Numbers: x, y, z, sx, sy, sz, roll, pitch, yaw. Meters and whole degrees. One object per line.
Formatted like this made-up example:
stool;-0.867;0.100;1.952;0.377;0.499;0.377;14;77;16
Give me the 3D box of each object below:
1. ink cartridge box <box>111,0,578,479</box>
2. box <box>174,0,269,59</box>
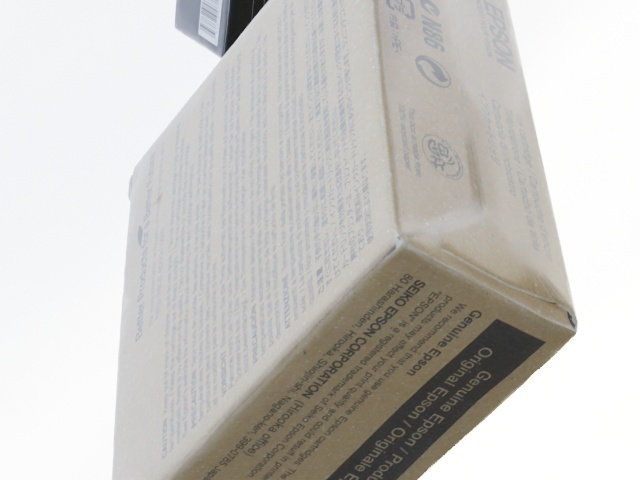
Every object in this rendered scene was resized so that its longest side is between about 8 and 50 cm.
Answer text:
ink cartridge box;0.000;0.000;0.757;0.088;0.235;0.193;26;-54;-24
box;0.003;-0.269;1.321;0.184;0.103;0.261;-4;-67;-26
